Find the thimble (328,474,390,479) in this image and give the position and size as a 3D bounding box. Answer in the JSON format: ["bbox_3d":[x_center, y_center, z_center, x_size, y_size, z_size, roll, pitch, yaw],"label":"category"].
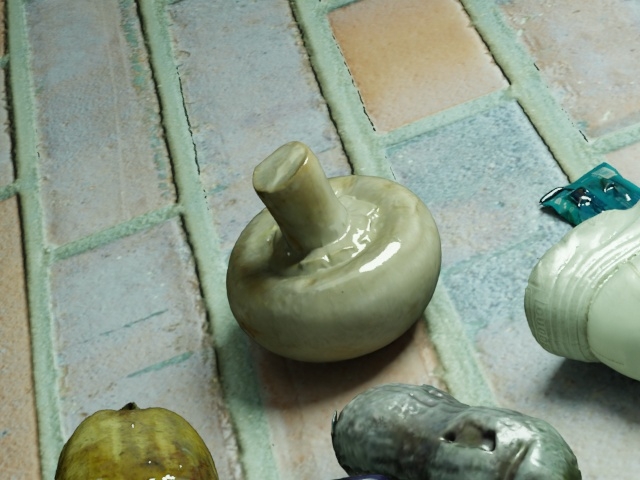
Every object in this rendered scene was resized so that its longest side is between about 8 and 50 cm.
[{"bbox_3d":[-0.001,0.279,1.284,0.150,0.237,0.237,-7,35,15],"label":"thimble"}]

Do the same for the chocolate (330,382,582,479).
[{"bbox_3d":[0.109,0.176,1.476,0.110,0.110,0.248,-38,34,-25],"label":"chocolate"}]

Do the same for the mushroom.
[{"bbox_3d":[0.000,0.000,1.695,0.207,0.215,0.207,-16,40,14],"label":"mushroom"}]

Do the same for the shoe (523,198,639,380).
[{"bbox_3d":[0.358,0.010,1.566,0.342,0.132,0.210,-39,40,-19],"label":"shoe"}]

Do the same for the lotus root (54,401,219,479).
[{"bbox_3d":[-0.150,0.230,1.518,0.145,0.128,0.260,-12,33,-3],"label":"lotus root"}]

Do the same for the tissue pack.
[{"bbox_3d":[0.273,-0.033,1.764,0.085,0.028,0.138,-29,36,-13],"label":"tissue pack"}]
